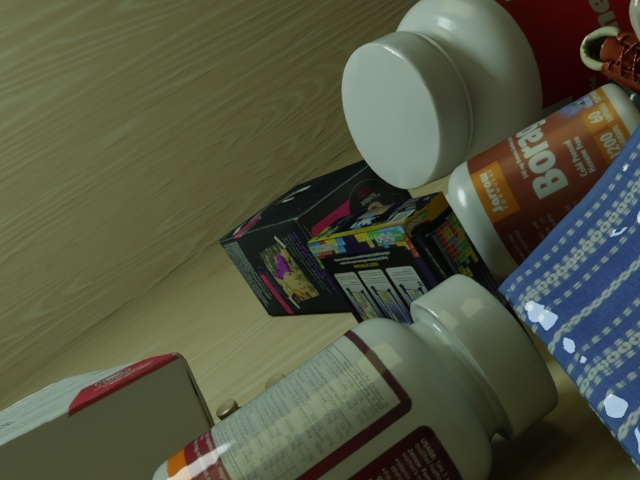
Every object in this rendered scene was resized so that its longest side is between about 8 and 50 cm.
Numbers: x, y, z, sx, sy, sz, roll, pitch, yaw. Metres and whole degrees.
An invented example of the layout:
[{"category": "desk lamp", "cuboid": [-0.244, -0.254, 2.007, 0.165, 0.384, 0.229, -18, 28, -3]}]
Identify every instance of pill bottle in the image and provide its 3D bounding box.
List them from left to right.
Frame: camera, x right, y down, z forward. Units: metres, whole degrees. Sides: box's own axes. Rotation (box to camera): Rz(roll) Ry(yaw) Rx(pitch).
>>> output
[{"category": "pill bottle", "cuboid": [0.023, 0.123, 0.431, 0.221, 0.121, 0.121, -34, 10, -8]}, {"category": "pill bottle", "cuboid": [0.237, -0.218, 0.905, 0.407, 0.229, 0.229, -27, 7, -26]}, {"category": "pill bottle", "cuboid": [0.197, -0.039, 0.665, 0.216, 0.121, 0.121, -29, 11, 20]}]

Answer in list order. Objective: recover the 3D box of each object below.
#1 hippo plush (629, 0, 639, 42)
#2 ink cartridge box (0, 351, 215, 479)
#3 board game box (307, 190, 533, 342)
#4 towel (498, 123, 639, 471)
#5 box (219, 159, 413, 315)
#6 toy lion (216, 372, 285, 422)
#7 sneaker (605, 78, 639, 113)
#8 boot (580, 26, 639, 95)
[{"category": "hippo plush", "cuboid": [0.351, -0.099, 0.413, 0.294, 0.235, 0.237, 7, 32, -5]}, {"category": "ink cartridge box", "cuboid": [-0.270, 0.226, 0.718, 0.226, 0.131, 0.306, -27, 2, -40]}, {"category": "board game box", "cuboid": [0.075, 0.040, 0.602, 0.048, 0.141, 0.170, -39, 12, -23]}, {"category": "towel", "cuboid": [0.192, 0.006, 0.249, 0.243, 0.040, 0.336, -56, 19, 16]}, {"category": "box", "cuboid": [0.000, 0.000, 1.008, 0.165, 0.143, 0.270, -39, 12, -27]}, {"category": "toy lion", "cuboid": [-0.060, 0.177, 0.695, 0.100, 0.034, 0.096, -30, 18, 17]}, {"category": "sneaker", "cuboid": [0.360, -0.133, 0.695, 0.146, 0.105, 0.296, -32, 5, 19]}, {"category": "boot", "cuboid": [0.283, -0.144, 0.615, 0.158, 0.084, 0.059, -113, 43, -65]}]
